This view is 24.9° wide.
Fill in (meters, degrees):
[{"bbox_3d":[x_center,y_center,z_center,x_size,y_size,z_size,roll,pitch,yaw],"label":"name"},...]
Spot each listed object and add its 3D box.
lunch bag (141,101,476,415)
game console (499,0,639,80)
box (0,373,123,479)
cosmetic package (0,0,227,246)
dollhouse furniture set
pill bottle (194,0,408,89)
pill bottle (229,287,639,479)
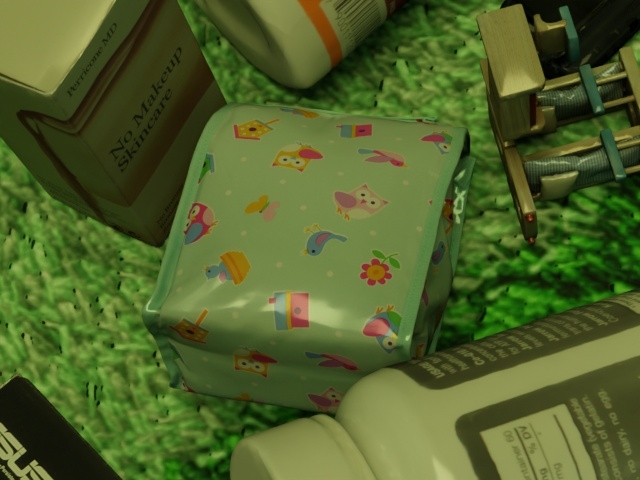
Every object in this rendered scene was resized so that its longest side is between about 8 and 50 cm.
[{"bbox_3d":[0.000,0.000,1.177,0.223,0.160,0.262,6,54,13],"label":"lunch bag"},{"bbox_3d":[0.300,-0.294,1.305,0.361,0.044,0.213,-44,67,-8],"label":"game console"},{"bbox_3d":[-0.070,0.300,0.961,0.097,0.318,0.395,-41,58,-17],"label":"box"},{"bbox_3d":[-0.186,-0.130,1.187,0.129,0.296,0.153,25,76,19],"label":"cosmetic package"},{"bbox_3d":[0.208,-0.099,1.168,0.129,0.184,0.129,-15,68,4],"label":"dollhouse furniture set"},{"bbox_3d":[0.053,-0.338,1.265,0.392,0.224,0.224,-43,69,-8],"label":"pill bottle"},{"bbox_3d":[0.133,0.167,1.013,0.361,0.204,0.204,-15,66,-19],"label":"pill bottle"}]
